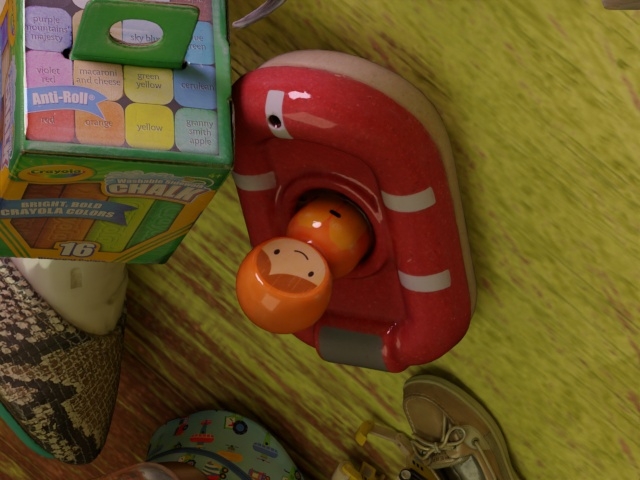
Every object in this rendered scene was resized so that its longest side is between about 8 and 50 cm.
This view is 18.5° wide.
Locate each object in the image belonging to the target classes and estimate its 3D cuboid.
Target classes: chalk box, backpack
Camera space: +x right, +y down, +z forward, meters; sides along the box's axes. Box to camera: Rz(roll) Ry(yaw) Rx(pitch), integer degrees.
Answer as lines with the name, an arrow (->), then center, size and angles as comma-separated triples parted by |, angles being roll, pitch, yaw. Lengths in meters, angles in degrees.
chalk box -> -0.131, -0.083, 1.199 | 0.132, 0.132, 0.213 | 4, 158, -18
backpack -> -0.073, 0.220, 1.484 | 0.158, 0.117, 0.173 | -20, 108, 42

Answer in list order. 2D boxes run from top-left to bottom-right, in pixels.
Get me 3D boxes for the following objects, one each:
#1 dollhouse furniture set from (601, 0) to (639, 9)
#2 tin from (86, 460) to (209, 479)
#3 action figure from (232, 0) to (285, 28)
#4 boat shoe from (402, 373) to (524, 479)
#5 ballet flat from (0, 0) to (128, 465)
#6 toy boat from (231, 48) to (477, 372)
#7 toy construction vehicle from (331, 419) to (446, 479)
dollhouse furniture set -> 0.194, -0.220, 0.926 | 0.129, 0.129, 0.184 | 4, 127, 33
tin -> -0.138, 0.223, 1.442 | 0.189, 0.040, 0.106 | -21, 71, 44
action figure -> 0.012, -0.233, 1.023 | 0.141, 0.164, 0.276 | 19, 126, 22
boat shoe -> 0.101, 0.161, 1.358 | 0.056, 0.048, 0.153 | -14, 115, 41
ballet flat -> -0.239, -0.061, 1.364 | 0.182, 0.164, 0.483 | -27, 105, 20
toy boat -> 0.000, 0.000, 1.225 | 0.151, 0.151, 0.231 | 7, 127, 31
toy construction vehicle -> 0.060, 0.179, 1.419 | 0.098, 0.035, 0.086 | 35, 148, 10
